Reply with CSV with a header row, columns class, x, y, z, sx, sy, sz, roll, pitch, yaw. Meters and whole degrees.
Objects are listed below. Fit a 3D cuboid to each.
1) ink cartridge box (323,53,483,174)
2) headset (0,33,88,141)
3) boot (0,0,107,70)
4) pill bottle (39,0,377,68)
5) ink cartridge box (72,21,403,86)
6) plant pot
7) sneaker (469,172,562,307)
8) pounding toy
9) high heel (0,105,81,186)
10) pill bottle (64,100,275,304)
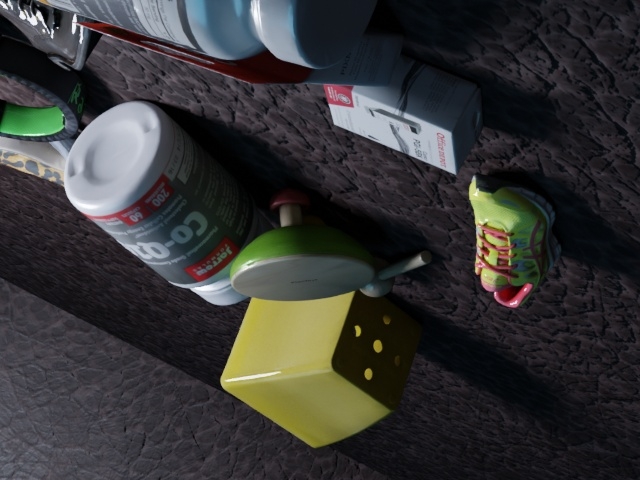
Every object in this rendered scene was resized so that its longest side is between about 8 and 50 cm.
class,x,y,z,sx,sy,sz,roll,pitch,yaw
ink cartridge box,0.078,-0.126,1.438,0.135,0.056,0.099,24,164,16
headset,-0.488,-0.241,1.976,0.394,0.185,0.243,14,162,-6
boot,-0.335,-0.270,1.615,0.229,0.091,0.263,31,167,-16
pill bottle,-0.101,-0.232,1.200,0.278,0.162,0.162,20,163,25
ink cartridge box,-0.064,-0.179,1.315,0.189,0.066,0.232,21,-170,27
plant pot,0.020,0.161,2.234,0.212,0.212,0.187,37,150,-32
sneaker,0.195,0.006,1.598,0.081,0.094,0.208,20,162,32
pounding toy,0.000,0.000,1.958,0.237,0.110,0.183,2,160,-19
high heel,-0.410,-0.113,2.244,0.261,0.093,0.186,0,143,43
pill bottle,-0.181,-0.039,1.974,0.161,0.161,0.283,14,160,41
